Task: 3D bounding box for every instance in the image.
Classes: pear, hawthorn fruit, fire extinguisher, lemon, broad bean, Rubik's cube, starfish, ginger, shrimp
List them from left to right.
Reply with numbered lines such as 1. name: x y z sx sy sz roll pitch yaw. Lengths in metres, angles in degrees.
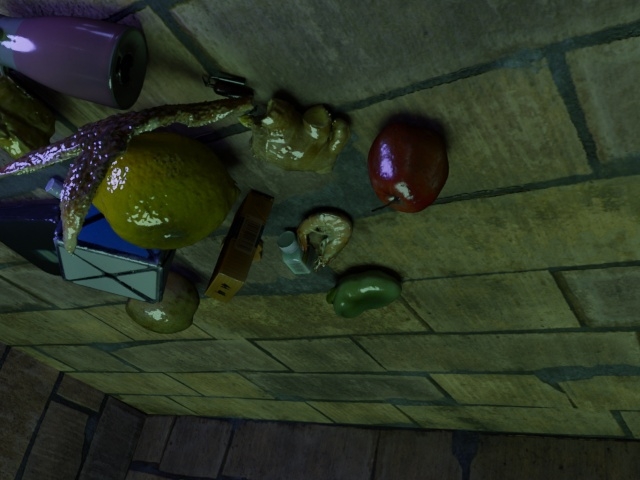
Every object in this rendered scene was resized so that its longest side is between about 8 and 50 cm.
1. starfish: -0.372 -0.160 1.179 0.383 0.398 0.132 2 136 34
2. Rubik's cube: -0.471 -0.026 1.585 0.260 0.259 0.255 15 152 -10
3. pear: -0.485 0.194 2.028 0.211 0.188 0.228 28 148 -10
4. lemon: -0.321 -0.105 1.378 0.310 0.254 0.253 -3 154 -14
5. fire extinguisher: -0.172 -0.289 1.224 0.100 0.032 0.046 16 162 -16
6. ginger: -0.058 -0.198 1.261 0.216 0.102 0.157 16 144 -11
7. shrimp: 0.001 0.003 1.617 0.132 0.053 0.236 4 145 -15
8. broad bean: 0.116 0.141 1.798 0.227 0.100 0.169 -17 148 24
9. hawthorn fruit: 0.158 -0.114 1.216 0.162 0.204 0.163 12 154 6

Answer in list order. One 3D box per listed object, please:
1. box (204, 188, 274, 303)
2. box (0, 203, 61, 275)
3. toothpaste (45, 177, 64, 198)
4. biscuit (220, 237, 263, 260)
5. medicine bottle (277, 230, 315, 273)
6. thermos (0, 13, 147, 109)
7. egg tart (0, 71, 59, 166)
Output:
1. box: -0.193 0.014 1.550 0.070 0.237 0.152 25 148 -11
2. box: -0.781 0.009 1.936 0.350 0.091 0.359 0 148 24
3. toothpaste: -0.631 -0.103 1.733 0.067 0.043 0.194 -18 144 38
4. biscuit: -0.208 0.021 1.786 0.118 0.023 0.140 34 144 -33
5. medicine bottle: -0.063 0.027 1.684 0.054 0.074 0.118 -3 146 28
6. thermos: -0.459 -0.332 1.175 0.264 0.146 0.176 14 -178 7
7. egg tart: -0.634 -0.271 1.308 0.290 0.115 0.290 45 175 5
